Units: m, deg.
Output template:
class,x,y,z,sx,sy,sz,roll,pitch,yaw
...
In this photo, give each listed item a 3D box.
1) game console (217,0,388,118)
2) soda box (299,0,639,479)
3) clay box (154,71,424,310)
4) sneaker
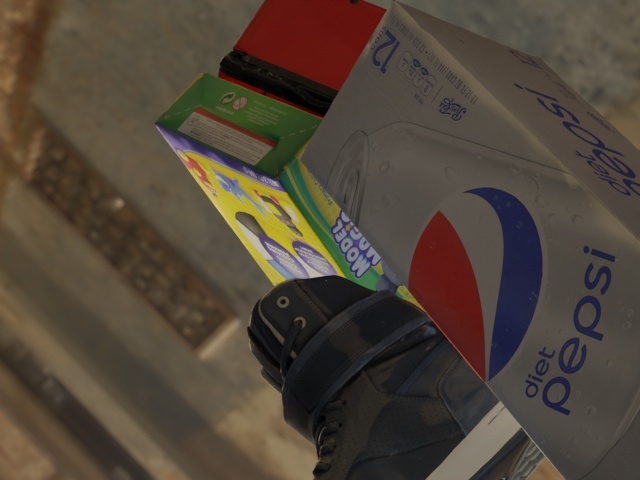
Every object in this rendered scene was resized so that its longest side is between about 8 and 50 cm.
class,x,y,z,sx,sy,sz,roll,pitch,yaw
game console,0.009,-0.089,1.247,0.085,0.144,0.124,-43,153,-55
soda box,0.104,0.012,0.775,0.098,0.286,0.091,16,114,-38
clay box,0.000,0.000,1.171,0.053,0.222,0.127,-47,-139,-16
sneaker,-0.004,0.115,0.979,0.226,0.163,0.086,-39,155,-30
